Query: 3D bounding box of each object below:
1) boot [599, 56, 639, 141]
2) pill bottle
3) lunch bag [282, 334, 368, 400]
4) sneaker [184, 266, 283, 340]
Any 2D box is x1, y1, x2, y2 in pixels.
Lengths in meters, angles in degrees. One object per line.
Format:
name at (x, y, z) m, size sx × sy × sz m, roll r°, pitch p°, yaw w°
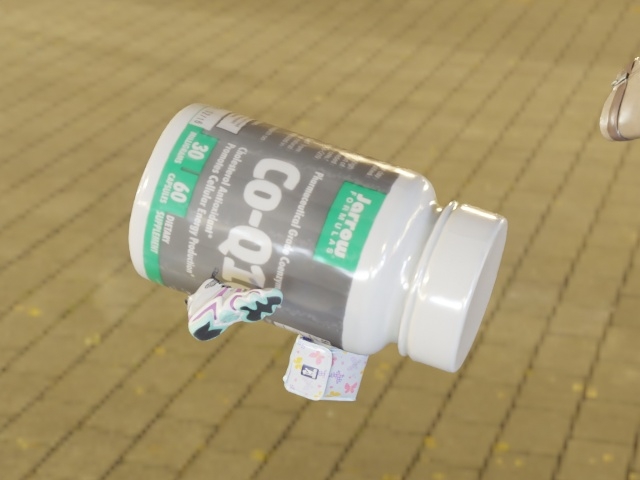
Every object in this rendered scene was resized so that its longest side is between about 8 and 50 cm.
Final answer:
boot at (0.213, -0.080, 1.042) m, size 0.087 × 0.042 × 0.118 m, roll -22°, pitch 36°, yaw 55°
pill bottle at (0.000, 0.000, 1.708) m, size 0.361 × 0.204 × 0.204 m, roll 18°, pitch 23°, yaw 12°
lunch bag at (0.005, 0.140, 1.806) m, size 0.083 × 0.071 × 0.053 m, roll 7°, pitch 25°, yaw -23°
sneaker at (-0.089, 0.051, 1.602) m, size 0.098 × 0.038 × 0.069 m, roll -20°, pitch 51°, yaw 1°
